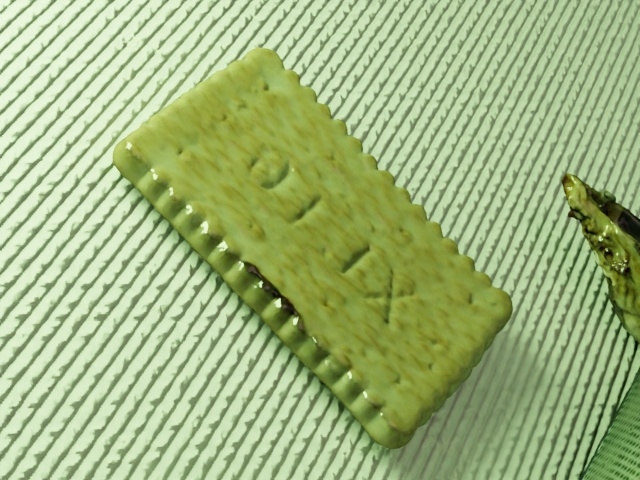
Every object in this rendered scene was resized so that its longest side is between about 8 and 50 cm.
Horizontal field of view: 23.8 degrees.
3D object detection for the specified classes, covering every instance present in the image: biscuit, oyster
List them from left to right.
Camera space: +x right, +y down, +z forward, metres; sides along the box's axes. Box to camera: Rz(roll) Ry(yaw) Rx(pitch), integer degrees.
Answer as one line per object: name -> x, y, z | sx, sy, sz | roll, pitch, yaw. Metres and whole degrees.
biscuit -> 0.000, 0.000, 1.220 | 0.325, 0.044, 0.217 | 46, 43, 1
oyster -> 0.336, 0.064, 1.412 | 0.345, 0.078, 0.129 | 42, 39, -12

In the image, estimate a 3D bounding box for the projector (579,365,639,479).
projector -> 0.407, 0.257, 1.160 | 0.395, 0.242, 0.405 | 43, 53, -5
